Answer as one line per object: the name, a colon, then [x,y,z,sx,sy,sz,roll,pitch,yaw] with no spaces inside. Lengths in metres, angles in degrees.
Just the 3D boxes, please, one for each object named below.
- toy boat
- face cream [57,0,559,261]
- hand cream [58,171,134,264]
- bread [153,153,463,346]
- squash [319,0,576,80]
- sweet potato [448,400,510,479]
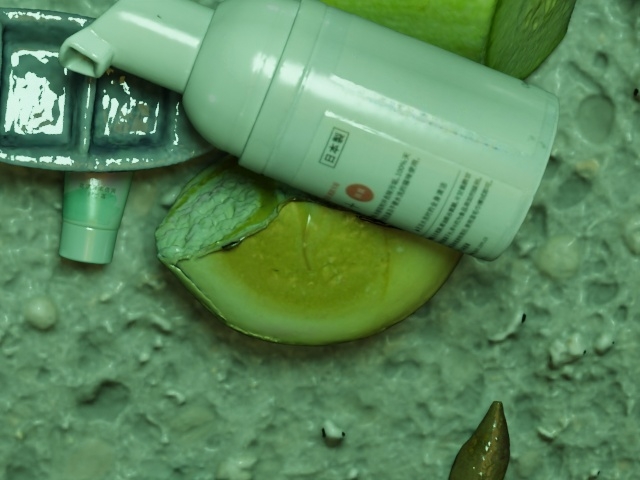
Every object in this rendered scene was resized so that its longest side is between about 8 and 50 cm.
toy boat: [-0.199,-0.117,1.307,0.282,0.078,0.127,6,86,-16]
face cream: [-0.011,-0.114,1.253,0.369,0.145,0.145,22,102,-6]
hand cream: [-0.186,-0.069,1.368,0.076,0.047,0.174,10,96,-14]
bread: [-0.013,0.004,1.377,0.260,0.158,0.156,12,117,-15]
squash: [0.103,-0.212,1.323,0.204,0.155,0.237,-48,156,-24]
sweet potato: [0.144,0.252,1.534,0.065,0.051,0.218,15,104,-14]
